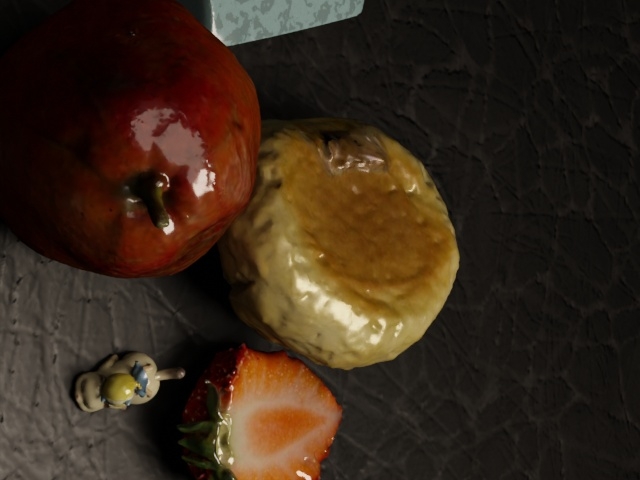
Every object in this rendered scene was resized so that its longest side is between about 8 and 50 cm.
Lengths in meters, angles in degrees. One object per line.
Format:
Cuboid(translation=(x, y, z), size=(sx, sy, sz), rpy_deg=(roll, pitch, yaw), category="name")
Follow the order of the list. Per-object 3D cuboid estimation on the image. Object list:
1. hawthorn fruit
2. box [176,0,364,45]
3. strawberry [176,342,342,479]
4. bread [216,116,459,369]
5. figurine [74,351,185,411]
Cuboid(translation=(-0.140, -0.070, 1.372), size=(0.224, 0.261, 0.224), rpy_deg=(-5, 106, -17), category="hawthorn fruit")
Cuboid(translation=(-0.067, -0.247, 1.537), size=(0.227, 0.130, 0.162), rpy_deg=(-18, 116, -42), category="box")
Cuboid(translation=(-0.054, 0.156, 1.565), size=(0.187, 0.082, 0.146), rpy_deg=(-6, 97, -50), category="strawberry")
Cuboid(translation=(0.000, 0.000, 1.572), size=(0.244, 0.134, 0.244), rpy_deg=(19, 58, -33), category="bread")
Cuboid(translation=(-0.156, 0.116, 1.490), size=(0.083, 0.050, 0.047), rpy_deg=(-21, 97, -42), category="figurine")
